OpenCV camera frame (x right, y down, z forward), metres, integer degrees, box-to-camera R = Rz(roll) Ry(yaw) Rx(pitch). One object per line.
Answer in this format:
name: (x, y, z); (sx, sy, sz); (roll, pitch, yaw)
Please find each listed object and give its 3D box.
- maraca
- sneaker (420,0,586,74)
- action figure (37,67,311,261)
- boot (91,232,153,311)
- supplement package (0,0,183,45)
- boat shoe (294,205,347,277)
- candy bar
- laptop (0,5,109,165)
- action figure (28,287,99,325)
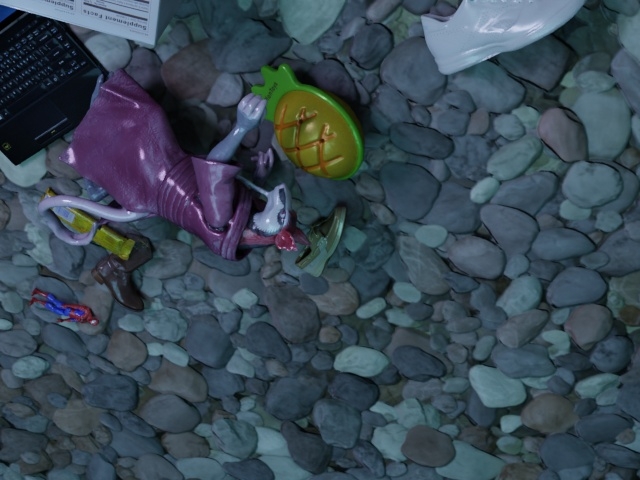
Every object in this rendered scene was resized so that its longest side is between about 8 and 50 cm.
maraca: (-0.017, -0.156, 1.618); (0.186, 0.099, 0.127); (43, 137, 7)
sneaker: (0.219, -0.280, 1.482); (0.212, 0.080, 0.094); (-21, 108, 28)
action figure: (-0.180, -0.065, 1.594); (0.370, 0.275, 0.248); (33, 167, 25)
boot: (-0.284, 0.048, 1.877); (0.106, 0.037, 0.114); (41, 121, -16)
supplement package: (-0.243, -0.406, 1.413); (0.198, 0.199, 0.262); (15, 129, 3)
boat shoe: (0.000, 0.000, 1.759); (0.045, 0.050, 0.135); (20, 129, -8)
candy bar: (-0.352, -0.026, 1.832); (0.161, 0.018, 0.040); (33, 125, 1)
laptop: (-0.451, -0.212, 1.652); (0.234, 0.136, 0.264); (-26, 117, 30)
action figure: (-0.411, 0.113, 1.962); (0.115, 0.030, 0.038); (19, 124, -4)
